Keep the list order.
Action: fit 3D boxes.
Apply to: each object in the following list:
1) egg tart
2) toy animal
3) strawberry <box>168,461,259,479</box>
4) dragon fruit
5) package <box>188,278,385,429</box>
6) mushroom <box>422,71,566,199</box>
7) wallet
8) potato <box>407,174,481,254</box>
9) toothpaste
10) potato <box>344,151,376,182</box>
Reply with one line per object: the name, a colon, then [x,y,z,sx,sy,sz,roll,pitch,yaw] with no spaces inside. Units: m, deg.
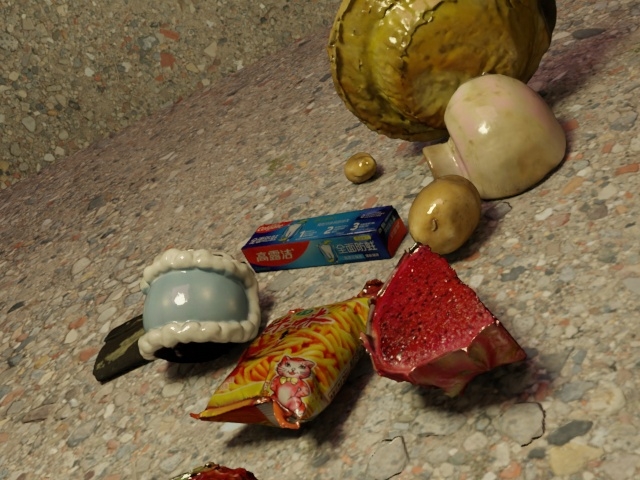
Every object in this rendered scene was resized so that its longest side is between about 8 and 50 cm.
egg tart: [0.232,-0.349,1.495,0.443,0.443,0.178,-28,42,6]
toy animal: [-0.219,0.105,1.395,0.208,0.156,0.204,-12,66,19]
strawberry: [-0.164,0.367,0.862,0.274,0.220,0.274,-20,-11,-4]
dragon fruit: [0.145,0.126,1.065,0.161,0.126,0.274,-39,26,3]
package: [-0.035,0.175,1.181,0.223,0.108,0.288,-13,23,43]
mushroom: [0.287,-0.177,1.404,0.236,0.162,0.173,-26,24,12]
wallet: [-0.277,0.148,1.552,0.321,0.044,0.170,-25,28,12]
potato: [0.199,-0.044,1.322,0.109,0.118,0.178,16,25,10]
toothpaste: [0.000,0.001,1.502,0.320,0.066,0.076,-8,33,40]
potato: [0.083,-0.150,1.689,0.068,0.062,0.083,-64,1,-6]
